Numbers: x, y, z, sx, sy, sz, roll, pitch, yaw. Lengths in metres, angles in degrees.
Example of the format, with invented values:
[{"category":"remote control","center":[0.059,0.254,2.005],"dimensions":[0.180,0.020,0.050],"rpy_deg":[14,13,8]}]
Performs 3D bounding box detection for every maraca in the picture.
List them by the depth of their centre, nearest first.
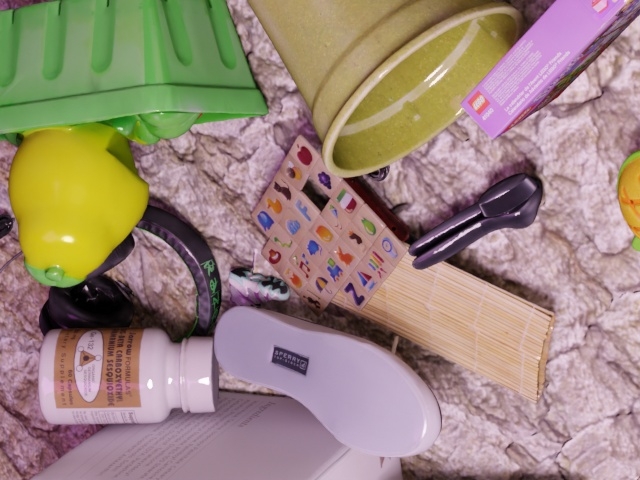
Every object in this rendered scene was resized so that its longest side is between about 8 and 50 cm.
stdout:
[{"category":"maraca","center":[0.392,-0.030,1.629],"dimensions":[0.127,0.099,0.186],"rpy_deg":[18,142,33]}]

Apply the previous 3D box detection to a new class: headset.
[{"category":"headset","center":[-0.325,0.041,2.085],"dimensions":[0.394,0.185,0.243],"rpy_deg":[9,117,12]}]

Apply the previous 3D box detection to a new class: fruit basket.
[{"category":"fruit basket","center":[-0.280,-0.126,1.875],"dimensions":[0.392,0.283,0.392],"rpy_deg":[2,94,32]}]

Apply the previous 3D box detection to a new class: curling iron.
[{"category":"curling iron","center":[0.106,-0.015,1.839],"dimensions":[0.068,0.035,0.274],"rpy_deg":[-33,89,35]}]

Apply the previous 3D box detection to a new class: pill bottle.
[{"category":"pill bottle","center":[-0.256,0.183,1.977],"dimensions":[0.229,0.131,0.131],"rpy_deg":[-1,110,2]}]

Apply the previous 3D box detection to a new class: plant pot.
[{"category":"plant pot","center":[0.047,-0.257,1.669],"dimensions":[0.254,0.276,0.276],"rpy_deg":[53,126,17]}]

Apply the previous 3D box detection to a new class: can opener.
[{"category":"can opener","center":[0.185,-0.024,1.756],"dimensions":[0.186,0.059,0.073],"rpy_deg":[-31,120,22]}]

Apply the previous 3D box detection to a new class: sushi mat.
[{"category":"sushi mat","center":[0.145,0.082,1.836],"dimensions":[0.316,0.019,0.151],"rpy_deg":[26,137,23]}]

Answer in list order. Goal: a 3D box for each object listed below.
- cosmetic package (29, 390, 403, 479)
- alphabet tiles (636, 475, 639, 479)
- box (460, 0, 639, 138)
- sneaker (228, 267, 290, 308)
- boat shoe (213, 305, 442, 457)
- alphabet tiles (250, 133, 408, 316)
[{"category":"cosmetic package","center":[-0.120,0.414,1.960],"dimensions":[0.393,0.327,0.329],"rpy_deg":[1,108,30]},{"category":"alphabet tiles","center":[0.491,0.391,1.776],"dimensions":[0.285,0.011,0.342],"rpy_deg":[41,124,11]},{"category":"box","center":[0.293,-0.242,1.541],"dimensions":[0.057,0.201,0.293],"rpy_deg":[48,125,7]},{"category":"sneaker","center":[-0.083,0.082,1.991],"dimensions":[0.098,0.038,0.069],"rpy_deg":[21,119,34]},{"category":"boat shoe","center":[0.036,0.179,1.887],"dimensions":[0.367,0.156,0.136],"rpy_deg":[18,98,40]},{"category":"alphabet tiles","center":[0.000,0.000,1.876],"dimensions":[0.198,0.009,0.237],"rpy_deg":[47,144,10]}]
